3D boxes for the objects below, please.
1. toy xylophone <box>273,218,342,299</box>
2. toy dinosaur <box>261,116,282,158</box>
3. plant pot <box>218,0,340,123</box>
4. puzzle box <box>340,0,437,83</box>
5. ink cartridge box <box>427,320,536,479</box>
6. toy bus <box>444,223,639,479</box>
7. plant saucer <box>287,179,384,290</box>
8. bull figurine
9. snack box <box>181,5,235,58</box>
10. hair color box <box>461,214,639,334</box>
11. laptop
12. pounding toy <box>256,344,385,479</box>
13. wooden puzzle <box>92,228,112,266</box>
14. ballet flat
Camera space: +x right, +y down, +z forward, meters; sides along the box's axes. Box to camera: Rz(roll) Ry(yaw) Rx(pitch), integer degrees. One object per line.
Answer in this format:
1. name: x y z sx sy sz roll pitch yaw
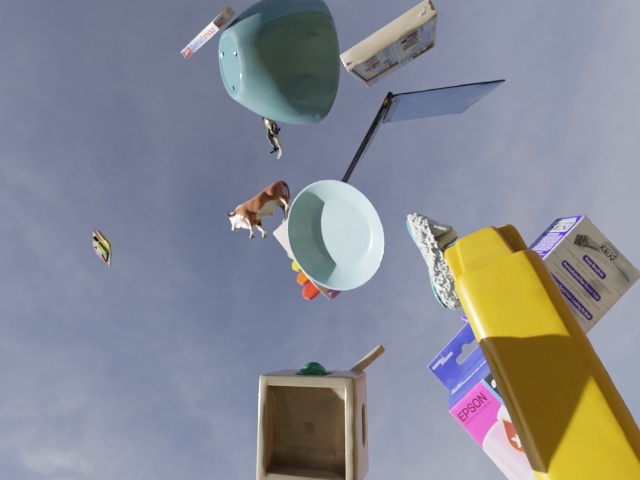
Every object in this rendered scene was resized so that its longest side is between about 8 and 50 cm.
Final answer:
1. toy xylophone: 0.000 0.000 1.101 0.236 0.323 0.081 -38 -44 6
2. toy dinosaur: -0.170 -0.383 1.450 0.063 0.118 0.268 -17 -47 -1
3. plant pot: -0.116 -0.403 0.919 0.195 0.290 0.291 -17 -51 -27
4. puzzle box: 0.226 -0.592 1.260 0.271 0.409 0.052 -25 -83 21
5. ink cartridge box: 0.346 0.298 0.653 0.069 0.371 0.176 5 -54 -49
6. toy bus: 0.249 0.130 0.473 0.108 0.333 0.130 -25 -31 18
7. plant saucer: 0.029 -0.011 0.710 0.037 0.194 0.195 -24 -39 -56
8. bull figurine: -0.247 -0.114 1.652 0.310 0.189 0.101 -38 -27 13
9. snack box: -0.257 -0.467 0.913 0.022 0.178 0.064 44 -116 -31
10. hair color box: 0.510 0.127 0.907 0.339 0.110 0.185 -44 -89 -1
11. laptop: 0.252 -0.275 1.157 0.236 0.382 0.408 28 -82 1
12. pounding toy: 0.007 0.195 0.473 0.129 0.141 0.100 -4 -13 16
13. wooden puzzle: -0.484 0.018 0.892 0.014 0.079 0.116 -33 -16 -38
14. ballet flat: 0.390 0.036 1.273 0.146 0.409 0.147 -4 -47 -4
